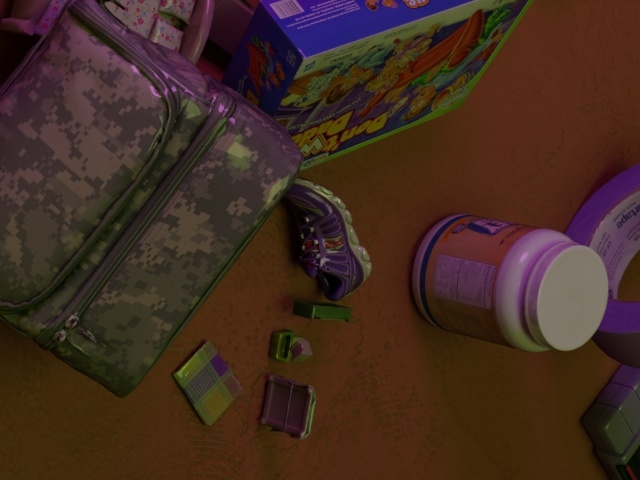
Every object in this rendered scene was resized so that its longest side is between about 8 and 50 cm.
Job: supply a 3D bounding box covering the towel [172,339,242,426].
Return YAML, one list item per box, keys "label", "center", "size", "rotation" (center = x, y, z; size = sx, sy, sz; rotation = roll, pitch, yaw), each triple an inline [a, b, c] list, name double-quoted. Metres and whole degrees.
- label: "towel"
  center: [-0.121, 0.155, 1.754]
  size: [0.060, 0.009, 0.083]
  rotation: [-46, 124, -24]

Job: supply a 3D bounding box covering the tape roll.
- label: "tape roll"
  center: [0.433, 0.023, 2.031]
  size: [0.090, 0.275, 0.274]
  rotation: [45, 69, -35]

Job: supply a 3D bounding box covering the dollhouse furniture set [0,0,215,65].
- label: "dollhouse furniture set"
  center: [-0.182, -0.265, 1.490]
  size: [0.303, 0.174, 0.355]
  rotation: [19, 86, -47]

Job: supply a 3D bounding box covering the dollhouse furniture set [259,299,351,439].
- label: "dollhouse furniture set"
  center: [-0.013, 0.143, 1.801]
  size: [0.059, 0.076, 0.151]
  rotation: [8, 92, -43]

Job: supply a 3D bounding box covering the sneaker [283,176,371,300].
- label: "sneaker"
  center: [0.000, 0.000, 1.788]
  size: [0.071, 0.068, 0.170]
  rotation: [-48, 126, -26]

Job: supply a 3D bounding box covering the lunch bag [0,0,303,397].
- label: "lunch bag"
  center: [-0.204, -0.045, 1.475]
  size: [0.256, 0.212, 0.305]
  rotation: [37, 96, -14]

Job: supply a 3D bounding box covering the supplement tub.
- label: "supplement tub"
  center: [0.220, 0.051, 1.902]
  size: [0.144, 0.200, 0.144]
  rotation: [-9, 104, -40]

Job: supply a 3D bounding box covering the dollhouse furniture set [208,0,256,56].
- label: "dollhouse furniture set"
  center: [-0.047, -0.272, 1.724]
  size: [0.151, 0.123, 0.144]
  rotation: [-42, 131, 16]

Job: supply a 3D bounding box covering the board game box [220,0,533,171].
- label: "board game box"
  center: [0.052, -0.189, 1.698]
  size: [0.347, 0.233, 0.078]
  rotation: [-24, 69, -35]

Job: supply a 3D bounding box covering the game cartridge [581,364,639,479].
- label: "game cartridge"
  center: [0.507, 0.296, 2.295]
  size: [0.230, 0.068, 0.355]
  rotation: [-52, 127, -26]
